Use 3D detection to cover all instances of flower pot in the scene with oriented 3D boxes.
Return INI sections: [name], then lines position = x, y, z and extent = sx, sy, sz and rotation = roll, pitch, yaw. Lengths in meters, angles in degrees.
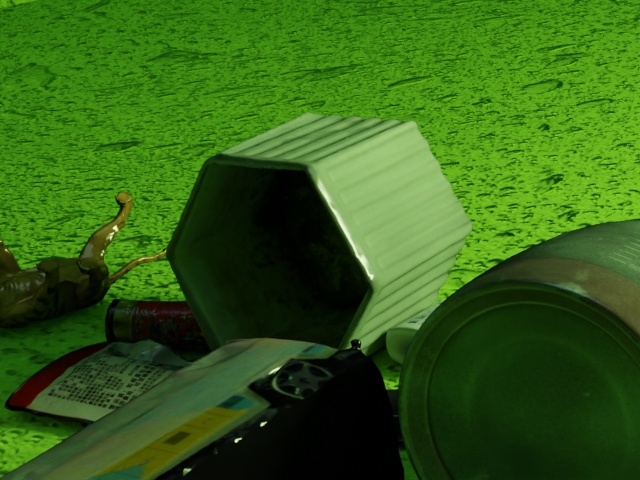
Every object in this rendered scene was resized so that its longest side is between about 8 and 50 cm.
[flower pot]
position = 0.000, 0.000, 1.865
extent = 0.239, 0.209, 0.189
rotation = 7, 21, 35

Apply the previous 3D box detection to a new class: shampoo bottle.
[shampoo bottle]
position = 0.117, 0.086, 1.851
extent = 0.072, 0.043, 0.099
rotation = 10, 25, 38

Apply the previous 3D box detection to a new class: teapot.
[teapot]
position = 0.264, 0.116, 1.528
extent = 0.315, 0.233, 0.312
rotation = 36, 33, 16

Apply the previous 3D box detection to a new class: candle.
[candle]
position = -0.142, 0.084, 1.918
extent = 0.130, 0.052, 0.052
rotation = 2, 22, 16

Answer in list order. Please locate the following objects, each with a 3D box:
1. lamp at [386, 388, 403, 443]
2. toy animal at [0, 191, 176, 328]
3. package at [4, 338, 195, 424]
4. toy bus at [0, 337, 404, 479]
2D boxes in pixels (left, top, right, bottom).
[lamp]
position = 0.209, 0.086, 1.731
extent = 0.371, 0.108, 0.130
rotation = -7, 21, -3
[toy animal]
position = -0.250, 0.035, 2.044
extent = 0.255, 0.116, 0.114
rotation = -11, 44, -29
[package]
position = -0.155, 0.135, 1.808
extent = 0.239, 0.030, 0.154
rotation = 10, 24, 28
[toy bus]
position = -0.120, 0.211, 1.420
extent = 0.162, 0.171, 0.386
rotation = 5, 24, 41
